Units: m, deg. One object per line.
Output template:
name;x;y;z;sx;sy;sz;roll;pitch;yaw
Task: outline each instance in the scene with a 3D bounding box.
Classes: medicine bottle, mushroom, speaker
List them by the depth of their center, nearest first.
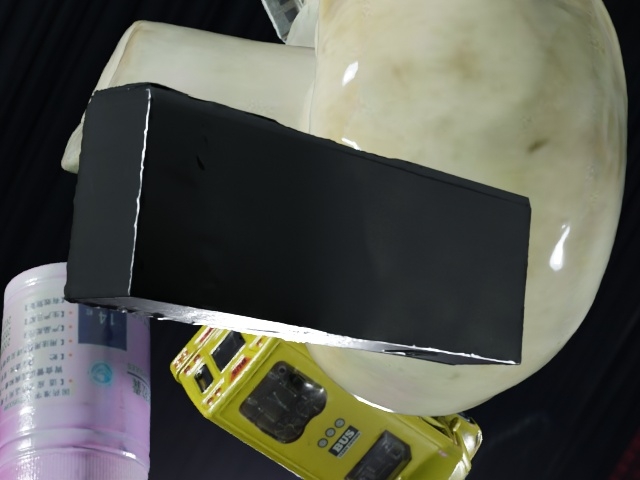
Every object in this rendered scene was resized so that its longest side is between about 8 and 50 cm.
speaker;0.000;0.000;0.639;0.218;0.082;0.044;12;169;-43
mushroom;0.053;-0.080;1.027;0.353;0.325;0.353;29;-141;-27
medicine bottle;-0.246;0.166;1.568;0.152;0.152;0.254;20;-126;-38

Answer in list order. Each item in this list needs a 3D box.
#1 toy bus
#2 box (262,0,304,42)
toy bus;0.023;0.179;1.529;0.331;0.145;0.151;36;-173;-28
box;0.062;-0.348;1.527;0.047;0.325;0.180;15;-134;-63
